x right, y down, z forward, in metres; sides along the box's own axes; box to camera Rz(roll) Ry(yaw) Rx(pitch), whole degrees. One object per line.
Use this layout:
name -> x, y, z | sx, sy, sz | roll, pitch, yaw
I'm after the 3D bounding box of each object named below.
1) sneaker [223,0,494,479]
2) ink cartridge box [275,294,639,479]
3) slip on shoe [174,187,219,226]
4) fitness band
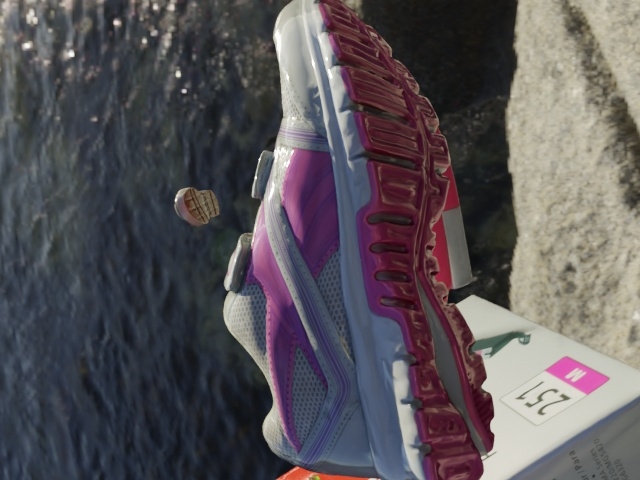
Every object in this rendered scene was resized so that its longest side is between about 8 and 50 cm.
sneaker -> 0.000, 0.000, 0.409 | 0.111, 0.103, 0.252 | -16, 73, 29
ink cartridge box -> 0.072, 0.143, 0.591 | 0.060, 0.239, 0.275 | 63, 172, -12
slip on shoe -> -0.166, -0.042, 1.078 | 0.041, 0.135, 0.051 | -17, 96, 8
fitness band -> 0.047, -0.025, 0.848 | 0.209, 0.054, 0.290 | -4, 100, 52
